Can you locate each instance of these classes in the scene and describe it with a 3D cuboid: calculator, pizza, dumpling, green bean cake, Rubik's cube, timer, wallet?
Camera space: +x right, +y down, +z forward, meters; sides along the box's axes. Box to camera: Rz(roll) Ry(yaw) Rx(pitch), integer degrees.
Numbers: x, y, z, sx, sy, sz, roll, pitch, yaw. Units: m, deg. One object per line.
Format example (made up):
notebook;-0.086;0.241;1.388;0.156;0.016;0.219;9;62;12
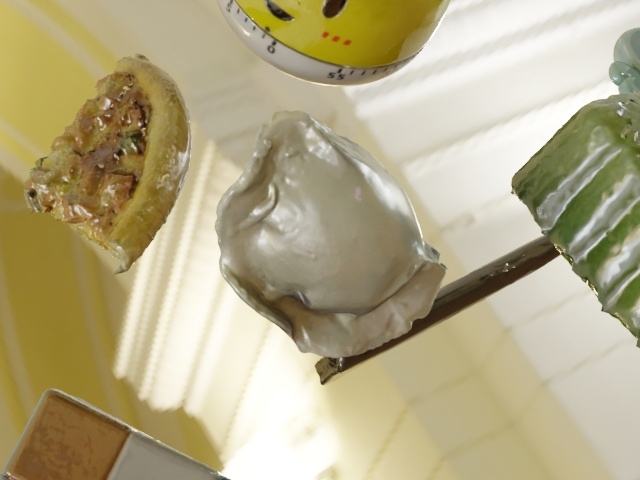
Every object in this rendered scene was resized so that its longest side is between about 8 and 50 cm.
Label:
calculator;0.454;-0.190;1.964;0.299;0.185;0.041;-11;-34;-42
pizza;-0.220;-0.080;1.612;0.197;0.292;0.058;-17;-43;20
dumpling;0.000;0.000;1.047;0.127;0.108;0.188;-36;-57;4
green bean cake;0.255;-0.005;1.118;0.113;0.214;0.200;-49;-22;27
Rubik's cube;-0.229;0.410;1.919;0.346;0.347;0.344;79;-144;-78
timer;0.034;-0.321;1.650;0.285;0.285;0.285;-29;-22;-13
wallet;0.134;0.077;1.857;0.309;0.042;0.165;-28;-2;-14
